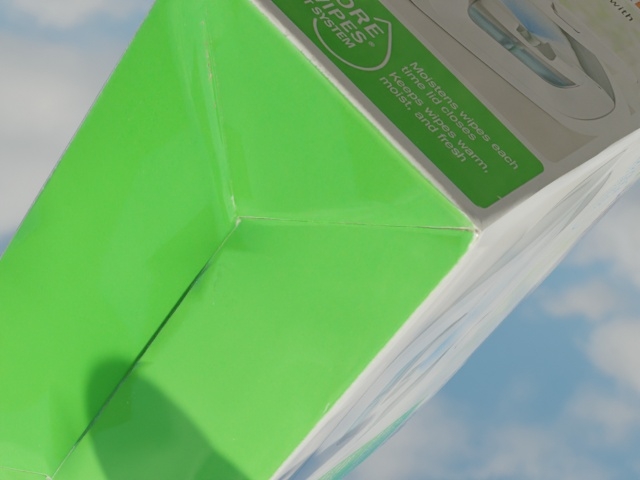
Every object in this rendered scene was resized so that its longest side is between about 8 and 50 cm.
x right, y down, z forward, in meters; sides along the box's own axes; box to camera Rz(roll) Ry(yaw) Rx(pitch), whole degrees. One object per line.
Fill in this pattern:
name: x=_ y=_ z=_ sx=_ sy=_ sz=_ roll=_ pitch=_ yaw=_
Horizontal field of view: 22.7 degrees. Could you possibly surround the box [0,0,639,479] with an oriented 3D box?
box: x=0.000 y=0.000 z=0.593 sx=0.127 sy=0.262 sz=0.231 roll=47 pitch=-143 yaw=11
